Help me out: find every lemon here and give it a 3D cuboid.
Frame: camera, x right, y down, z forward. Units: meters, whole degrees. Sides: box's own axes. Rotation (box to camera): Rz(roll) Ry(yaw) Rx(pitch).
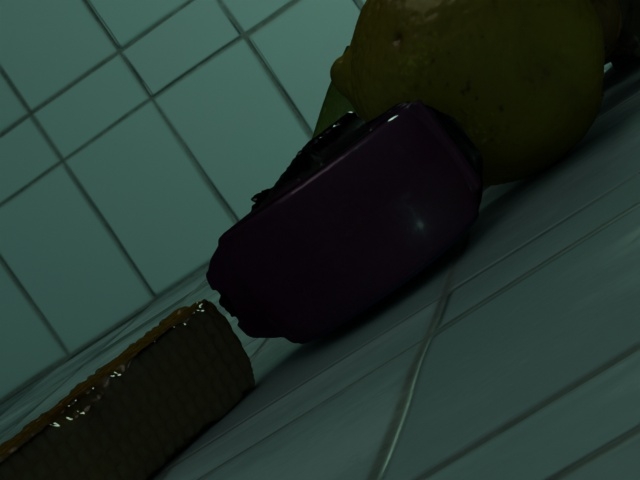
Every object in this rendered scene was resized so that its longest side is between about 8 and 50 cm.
[{"bbox_3d":[0.141,-0.164,1.665,0.253,0.228,0.228,-7,18,31],"label":"lemon"}]

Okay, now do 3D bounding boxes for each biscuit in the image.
[{"bbox_3d":[-0.172,0.160,1.383,0.054,0.094,0.379,-23,10,38],"label":"biscuit"}]

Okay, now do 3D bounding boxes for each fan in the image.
[{"bbox_3d":[0.379,-0.218,2.030,0.038,0.016,0.193,-32,4,-14],"label":"fan"}]

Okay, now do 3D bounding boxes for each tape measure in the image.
[{"bbox_3d":[0.016,-0.016,1.544,0.245,0.149,0.231,-31,4,46],"label":"tape measure"}]

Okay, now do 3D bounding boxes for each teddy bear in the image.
[{"bbox_3d":[0.239,-0.225,1.840,0.190,0.140,0.177,-24,-22,-31],"label":"teddy bear"}]

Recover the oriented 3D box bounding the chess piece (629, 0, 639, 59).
[{"bbox_3d":[0.425,-0.300,1.920,0.243,0.133,0.133,-29,2,-22],"label":"chess piece"}]

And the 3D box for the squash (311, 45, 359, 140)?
[{"bbox_3d":[0.081,-0.121,2.373,0.189,0.189,0.260,-71,-3,-84],"label":"squash"}]
